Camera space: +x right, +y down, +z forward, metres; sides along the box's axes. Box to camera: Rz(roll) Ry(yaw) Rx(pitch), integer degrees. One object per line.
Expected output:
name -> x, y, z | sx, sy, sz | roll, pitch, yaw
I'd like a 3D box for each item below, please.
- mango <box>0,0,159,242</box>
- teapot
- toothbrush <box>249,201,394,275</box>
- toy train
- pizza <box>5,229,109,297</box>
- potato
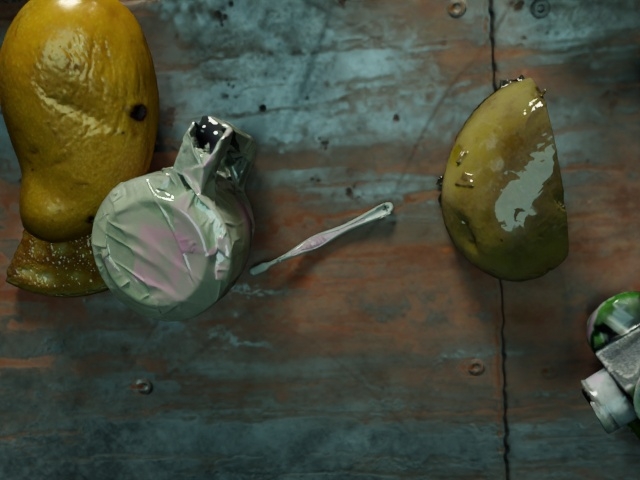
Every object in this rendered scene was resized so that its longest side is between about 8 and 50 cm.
mango -> -0.280, -0.142, 0.738 | 0.177, 0.120, 0.294 | 7, 113, -10
teapot -> -0.157, -0.035, 0.737 | 0.164, 0.178, 0.221 | 2, 104, 12
toothbrush -> 0.000, 0.000, 0.805 | 0.204, 0.022, 0.017 | -25, 99, 9
toy train -> 0.470, 0.150, 0.728 | 0.307, 0.173, 0.248 | -34, 106, 10
pizza -> -0.342, -0.007, 0.826 | 0.185, 0.036, 0.176 | -17, 98, 10
potato -> 0.208, -0.060, 0.738 | 0.138, 0.098, 0.243 | -13, 99, 9
